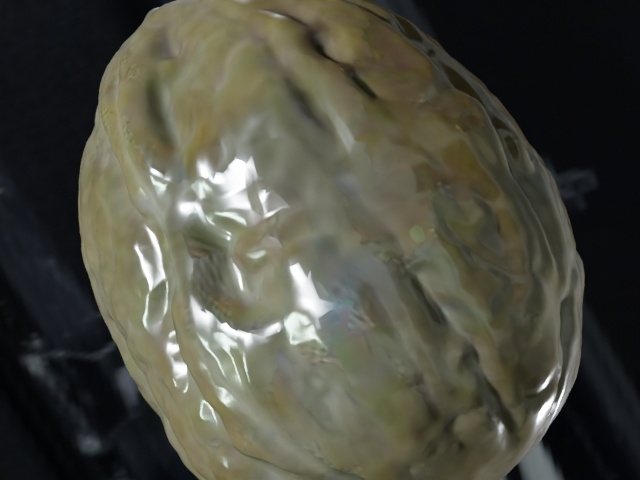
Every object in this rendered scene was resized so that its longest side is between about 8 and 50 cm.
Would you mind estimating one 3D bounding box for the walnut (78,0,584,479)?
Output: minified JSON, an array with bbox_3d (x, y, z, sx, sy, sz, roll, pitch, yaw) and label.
[{"bbox_3d":[-0.002,0.000,0.724,0.178,0.178,0.230,-12,-118,-47],"label":"walnut"}]
